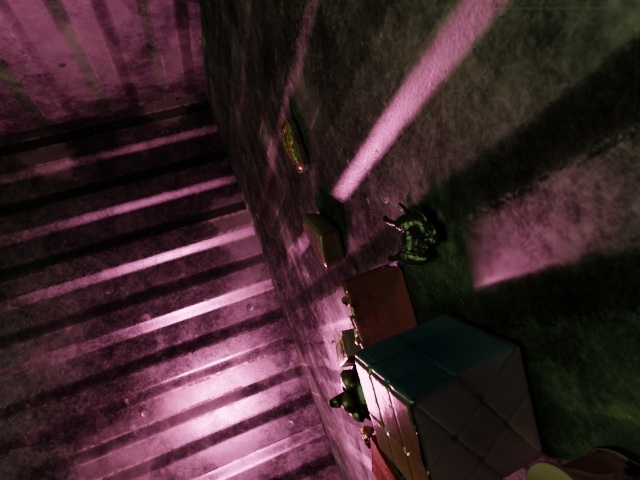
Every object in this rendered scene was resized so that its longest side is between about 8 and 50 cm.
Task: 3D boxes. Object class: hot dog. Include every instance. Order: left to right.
[{"bbox_3d":[-0.091,-0.322,1.581,0.099,0.053,0.192,-4,106,71],"label":"hot dog"}]

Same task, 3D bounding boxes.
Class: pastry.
[{"bbox_3d":[0.202,0.782,1.818,0.140,0.056,0.080,50,162,39],"label":"pastry"}]

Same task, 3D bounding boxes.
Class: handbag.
[{"bbox_3d":[0.143,0.176,1.130,0.059,0.157,0.212,-178,70,-74],"label":"handbag"},{"bbox_3d":[0.379,0.376,0.618,0.179,0.117,0.204,-145,40,-65],"label":"handbag"}]

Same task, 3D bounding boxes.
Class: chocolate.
[{"bbox_3d":[0.253,0.751,1.506,0.237,0.108,0.234,-125,24,-50],"label":"chocolate"}]

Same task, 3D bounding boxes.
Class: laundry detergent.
[{"bbox_3d":[0.000,0.000,1.585,0.237,0.076,0.171,-136,31,-60],"label":"laundry detergent"}]

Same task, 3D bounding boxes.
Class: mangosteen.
[{"bbox_3d":[0.136,0.414,1.293,0.194,0.231,0.194,-20,-90,-86],"label":"mangosteen"}]

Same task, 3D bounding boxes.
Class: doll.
[{"bbox_3d":[0.192,-0.007,0.958,0.165,0.057,0.139,28,131,62],"label":"doll"}]

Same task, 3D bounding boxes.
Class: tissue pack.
[{"bbox_3d":[0.113,0.345,1.509,0.148,0.106,0.099,104,157,-64],"label":"tissue pack"}]

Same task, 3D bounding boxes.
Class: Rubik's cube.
[{"bbox_3d":[0.226,0.295,0.854,0.225,0.231,0.221,-163,55,-69],"label":"Rubik's cube"}]

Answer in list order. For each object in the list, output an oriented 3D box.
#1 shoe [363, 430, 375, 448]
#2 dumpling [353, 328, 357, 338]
[{"bbox_3d":[0.199,0.704,1.649,0.071,0.100,0.169,-129,27,-59],"label":"shoe"},{"bbox_3d":[0.154,0.264,1.344,0.150,0.093,0.176,33,132,45],"label":"dumpling"}]
